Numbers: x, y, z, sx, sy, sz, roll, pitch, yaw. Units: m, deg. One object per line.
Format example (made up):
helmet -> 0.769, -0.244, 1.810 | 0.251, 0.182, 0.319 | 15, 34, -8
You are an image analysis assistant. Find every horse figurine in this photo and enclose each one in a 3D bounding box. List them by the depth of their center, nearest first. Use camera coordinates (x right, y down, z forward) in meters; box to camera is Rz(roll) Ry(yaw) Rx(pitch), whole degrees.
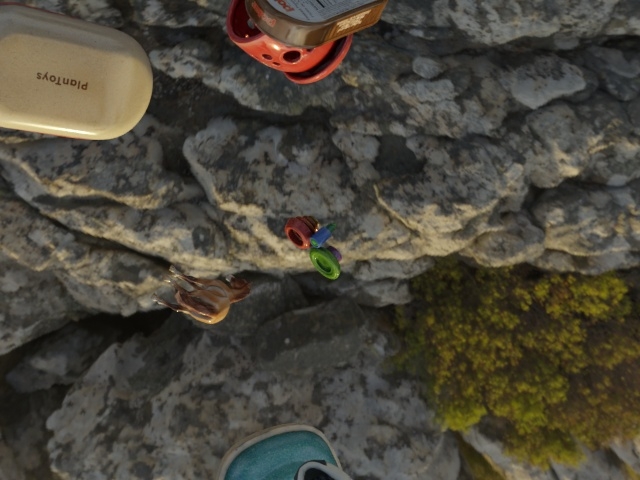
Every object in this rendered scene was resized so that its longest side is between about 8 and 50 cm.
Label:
horse figurine -> -0.237, 0.109, 1.298 | 0.174, 0.263, 0.066 | 24, 99, -5

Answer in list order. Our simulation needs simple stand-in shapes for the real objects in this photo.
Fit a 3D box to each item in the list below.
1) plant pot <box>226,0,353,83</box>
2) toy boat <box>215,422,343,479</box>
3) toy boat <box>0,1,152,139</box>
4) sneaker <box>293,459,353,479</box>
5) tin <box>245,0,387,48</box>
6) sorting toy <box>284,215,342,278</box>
plant pot -> -0.049, -0.399, 1.174 | 0.191, 0.191, 0.174 | -45, 140, 15
toy boat -> -0.093, 0.397, 0.812 | 0.318, 0.148, 0.267 | -18, 98, -23
toy boat -> -0.343, -0.222, 0.839 | 0.231, 0.151, 0.151 | 5, 112, -36
sneaker -> 0.043, 0.312, 0.574 | 0.094, 0.258, 0.091 | -36, 139, -11
tin -> 0.001, -0.281, 0.730 | 0.106, 0.189, 0.040 | 47, 145, 13
sorting toy -> 0.000, 0.000, 0.851 | 0.102, 0.061, 0.042 | 45, 62, 6
